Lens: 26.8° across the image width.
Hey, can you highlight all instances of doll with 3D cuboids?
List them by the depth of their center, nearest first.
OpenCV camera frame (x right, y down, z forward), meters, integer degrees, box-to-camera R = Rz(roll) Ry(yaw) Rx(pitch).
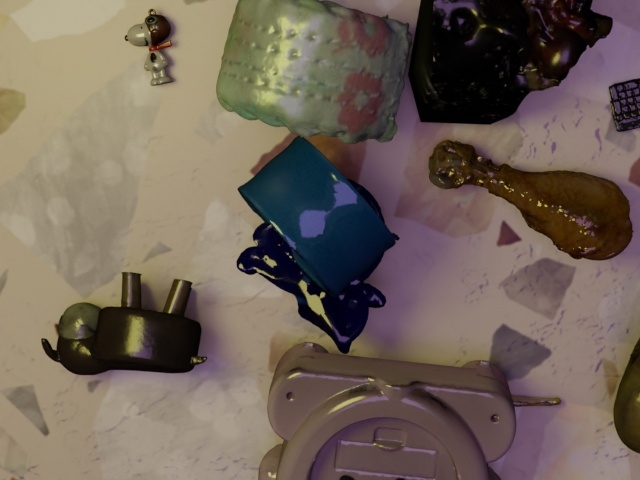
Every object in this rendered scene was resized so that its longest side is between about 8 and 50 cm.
[{"bbox_3d":[-0.196,-0.228,1.594,0.058,0.040,0.085,-29,91,21],"label":"doll"}]

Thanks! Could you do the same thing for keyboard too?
[{"bbox_3d":[0.436,-0.175,1.561,0.196,0.018,0.060,-14,94,6],"label":"keyboard"}]

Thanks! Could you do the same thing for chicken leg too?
[{"bbox_3d":[0.243,-0.054,1.557,0.252,0.107,0.087,23,117,9],"label":"chicken leg"}]

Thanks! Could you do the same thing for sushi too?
[{"bbox_3d":[0.211,-0.266,1.488,0.213,0.215,0.227,3,78,0],"label":"sushi"}]

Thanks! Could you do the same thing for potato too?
[{"bbox_3d":[0.432,0.171,1.556,0.155,0.137,0.200,31,101,31],"label":"potato"}]

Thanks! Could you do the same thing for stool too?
[{"bbox_3d":[-0.231,0.104,1.611,0.217,0.125,0.121,1,81,23],"label":"stool"}]

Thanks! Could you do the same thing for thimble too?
[{"bbox_3d":[-0.004,-0.196,1.509,0.211,0.185,0.149,14,100,-2],"label":"thimble"}]

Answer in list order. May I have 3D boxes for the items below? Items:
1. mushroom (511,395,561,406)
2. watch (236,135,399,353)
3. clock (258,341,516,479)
[{"bbox_3d":[0.149,0.202,1.640,0.286,0.028,0.025,0,56,4],"label":"mushroom"},{"bbox_3d":[-0.001,-0.009,1.514,0.196,0.200,0.171,38,82,17],"label":"watch"},{"bbox_3d":[0.073,0.292,1.600,0.296,0.113,0.322,6,107,1],"label":"clock"}]
